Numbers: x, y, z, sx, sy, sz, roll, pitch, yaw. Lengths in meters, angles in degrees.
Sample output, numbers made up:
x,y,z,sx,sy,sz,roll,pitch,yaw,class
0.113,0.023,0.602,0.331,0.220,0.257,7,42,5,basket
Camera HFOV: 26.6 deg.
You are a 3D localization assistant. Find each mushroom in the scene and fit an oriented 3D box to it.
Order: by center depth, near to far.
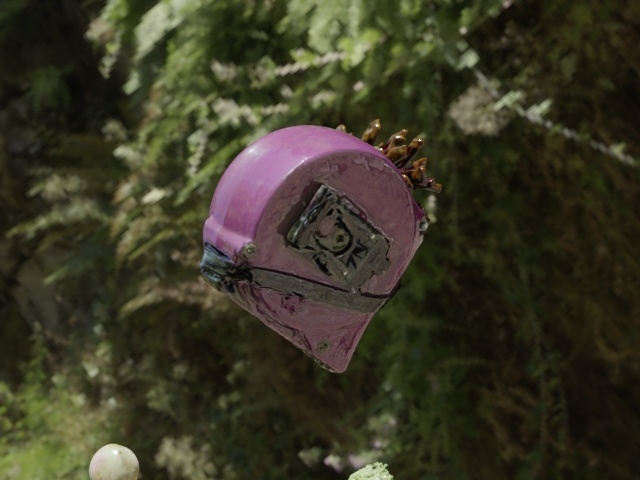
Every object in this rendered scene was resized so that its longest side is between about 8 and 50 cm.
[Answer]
x,y,z,sx,sy,sz,roll,pitch,yaw,class
-0.328,0.366,2.160,0.083,0.083,0.067,-41,-18,14,mushroom

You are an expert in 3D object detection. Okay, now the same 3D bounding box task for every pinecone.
x,y,z,sx,sy,sz,roll,pitch,yaw,class
0.084,-0.092,2.140,0.201,0.202,0.229,-25,-46,11,pinecone

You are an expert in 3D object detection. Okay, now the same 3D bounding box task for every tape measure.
x,y,z,sx,sy,sz,roll,pitch,yaw,class
0.000,0.000,1.476,0.245,0.149,0.231,34,-91,-34,tape measure

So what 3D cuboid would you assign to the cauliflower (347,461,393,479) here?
x,y,z,sx,sy,sz,roll,pitch,yaw,class
0.114,0.529,2.366,0.272,0.250,0.275,117,172,-54,cauliflower
